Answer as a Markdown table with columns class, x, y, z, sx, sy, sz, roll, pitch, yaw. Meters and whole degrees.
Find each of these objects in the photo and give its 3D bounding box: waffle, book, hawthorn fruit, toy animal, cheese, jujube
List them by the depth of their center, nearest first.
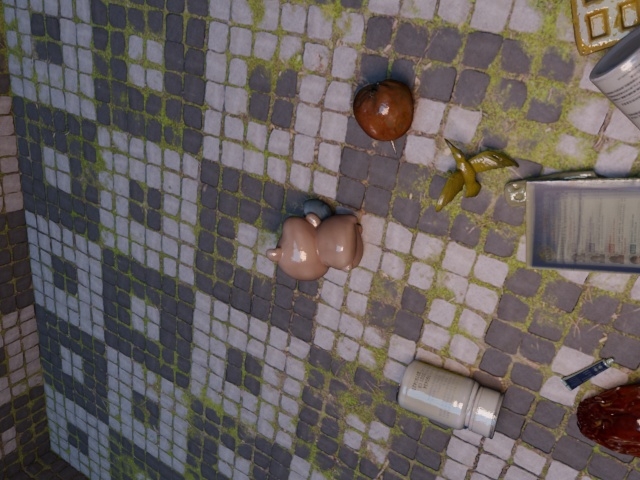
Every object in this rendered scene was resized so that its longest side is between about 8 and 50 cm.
| class | x | y | z | sx | sy | sz | roll | pitch | yaw |
| --- | --- | --- | --- | --- | --- | --- | --- | --- | --- |
| waffle | 0.594 | -0.487 | 0.919 | 0.248 | 0.055 | 0.220 | -8 | 103 | 33 |
| book | 0.614 | -0.028 | 1.069 | 0.323 | 0.018 | 0.228 | 4 | 119 | 27 |
| cheese | 0.513 | -0.116 | 1.112 | 0.194 | 0.043 | 0.064 | -5 | 107 | 33 |
| jujube | 0.708 | 0.408 | 1.133 | 0.237 | 0.168 | 0.168 | -20 | 97 | 51 |
| toy animal | 0.325 | -0.166 | 1.167 | 0.219 | 0.095 | 0.155 | -37 | 86 | -3 |
| hawthorn fruit | 0.155 | -0.306 | 1.215 | 0.149 | 0.149 | 0.189 | 21 | 152 | 23 |
| toy animal | 0.005 | 0.019 | 1.376 | 0.221 | 0.210 | 0.229 | 27 | 83 | 26 |

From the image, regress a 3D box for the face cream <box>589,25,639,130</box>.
| class | x | y | z | sx | sy | sz | roll | pitch | yaw |
| --- | --- | --- | --- | --- | --- | --- | --- | --- | --- |
| face cream | 0.678 | -0.222 | 0.911 | 0.370 | 0.145 | 0.145 | 42 | 125 | -8 |

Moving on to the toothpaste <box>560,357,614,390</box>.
| class | x | y | z | sx | sy | sz | roll | pitch | yaw |
| --- | --- | --- | --- | --- | --- | --- | --- | --- | --- |
| toothpaste | 0.649 | 0.320 | 1.206 | 0.037 | 0.021 | 0.140 | 51 | 127 | 14 |

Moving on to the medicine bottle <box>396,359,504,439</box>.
| class | x | y | z | sx | sy | sz | roll | pitch | yaw |
| --- | --- | --- | --- | --- | --- | --- | --- | --- | --- |
| medicine bottle | 0.351 | 0.430 | 1.349 | 0.258 | 0.143 | 0.143 | 16 | 115 | 27 |
